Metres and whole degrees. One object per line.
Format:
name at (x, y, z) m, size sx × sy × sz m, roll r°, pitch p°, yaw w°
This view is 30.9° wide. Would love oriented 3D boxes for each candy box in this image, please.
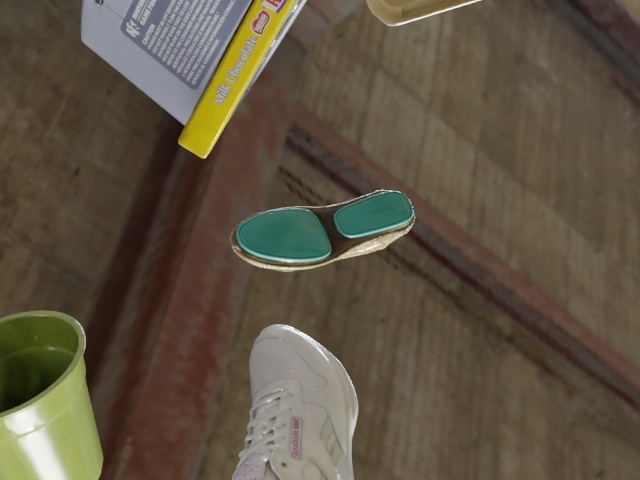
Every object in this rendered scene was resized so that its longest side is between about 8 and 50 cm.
candy box at (-0.032, -0.159, 0.779) m, size 0.027 × 0.206 × 0.105 m, roll 30°, pitch -154°, yaw -6°

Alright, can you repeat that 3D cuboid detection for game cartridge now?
game cartridge at (-0.112, -0.249, 1.068) m, size 0.196 × 0.294 × 0.060 m, roll 37°, pitch -136°, yaw -3°

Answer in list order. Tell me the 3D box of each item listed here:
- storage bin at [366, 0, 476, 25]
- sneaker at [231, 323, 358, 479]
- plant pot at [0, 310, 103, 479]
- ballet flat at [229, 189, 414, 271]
storage bin at (0.115, -0.322, 0.819) m, size 0.123 × 0.260 × 0.262 m, roll -105°, pitch -4°, yaw -50°
sneaker at (-0.030, 0.219, 1.224) m, size 0.152 × 0.114 × 0.305 m, roll 19°, pitch -135°, yaw -46°
plant pot at (-0.145, 0.092, 0.581) m, size 0.083 × 0.083 × 0.079 m, roll -60°, pitch -37°, yaw -49°
ballet flat at (0.000, 0.000, 1.164) m, size 0.206 × 0.067 × 0.073 m, roll -10°, pitch -115°, yaw -26°
